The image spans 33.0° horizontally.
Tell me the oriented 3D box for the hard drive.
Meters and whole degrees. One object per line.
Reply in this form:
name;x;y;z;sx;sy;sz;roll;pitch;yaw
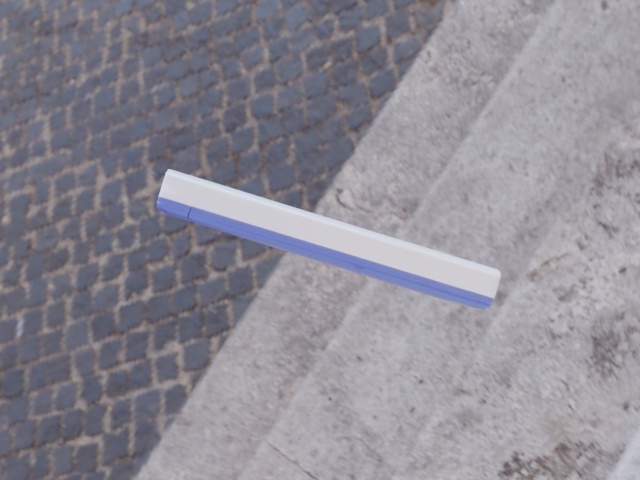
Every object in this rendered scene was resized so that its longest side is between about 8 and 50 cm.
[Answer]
hard drive;0.000;0.000;1.080;0.318;0.210;0.040;17;88;-5
